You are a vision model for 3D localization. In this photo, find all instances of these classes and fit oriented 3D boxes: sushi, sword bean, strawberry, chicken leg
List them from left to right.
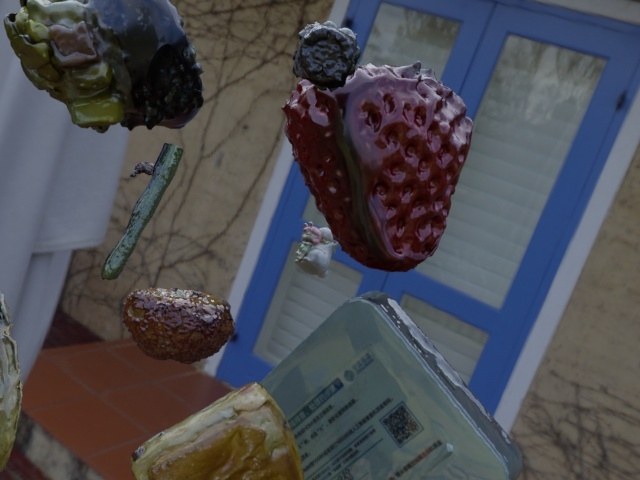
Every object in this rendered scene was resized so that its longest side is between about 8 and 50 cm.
[{"bbox_3d":[-0.407,-0.340,1.295,0.285,0.328,0.328,-30,56,-19],"label":"sushi"},{"bbox_3d":[-0.307,-0.051,1.191,0.038,0.269,0.043,35,-19,-35],"label":"sword bean"},{"bbox_3d":[-0.454,-0.182,1.770,0.083,0.036,0.021,-13,-14,-40],"label":"chicken leg"},{"bbox_3d":[0.097,-0.117,1.168,0.295,0.344,0.318,-3,-3,39],"label":"strawberry"}]

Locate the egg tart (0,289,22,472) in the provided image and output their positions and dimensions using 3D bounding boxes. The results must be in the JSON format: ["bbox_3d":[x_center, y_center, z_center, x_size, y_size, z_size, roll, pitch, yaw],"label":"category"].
[{"bbox_3d":[-0.397,0.158,0.721,0.232,0.252,0.098,-6,-14,39],"label":"egg tart"}]

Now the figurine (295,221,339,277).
[{"bbox_3d":[0.005,-0.001,1.527,0.081,0.146,0.098,5,-32,38],"label":"figurine"}]

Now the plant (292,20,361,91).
[{"bbox_3d":[0.008,-0.247,0.932,0.092,0.094,0.143,12,17,-1],"label":"plant"}]

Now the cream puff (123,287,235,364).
[{"bbox_3d":[-0.298,0.179,1.462,0.240,0.163,0.240,1,2,0],"label":"cream puff"}]

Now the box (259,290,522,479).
[{"bbox_3d":[0.073,0.339,1.166,0.396,0.396,0.111,52,22,16],"label":"box"}]

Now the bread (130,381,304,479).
[{"bbox_3d":[-0.121,0.330,0.936,0.211,0.235,0.099,-27,28,-13],"label":"bread"}]
